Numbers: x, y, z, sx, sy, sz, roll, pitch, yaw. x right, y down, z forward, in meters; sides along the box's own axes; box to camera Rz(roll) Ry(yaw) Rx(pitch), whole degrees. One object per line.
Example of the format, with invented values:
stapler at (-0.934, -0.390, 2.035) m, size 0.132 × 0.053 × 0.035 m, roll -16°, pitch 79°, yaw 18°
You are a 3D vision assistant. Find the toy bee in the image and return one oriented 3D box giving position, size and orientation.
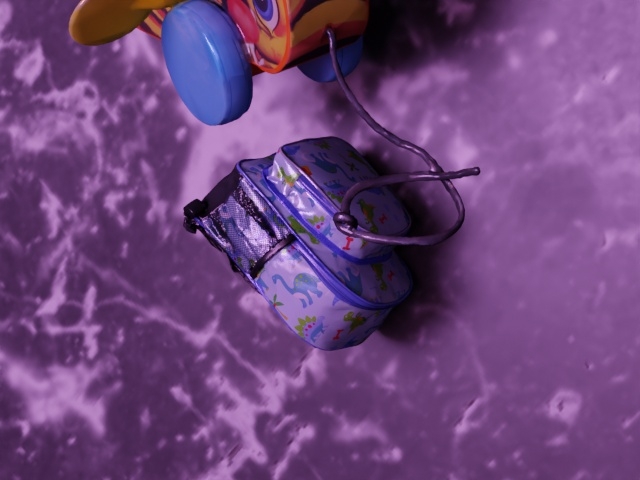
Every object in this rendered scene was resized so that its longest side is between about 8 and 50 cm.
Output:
toy bee at (-0.020, -0.146, 1.042) m, size 0.298 × 0.195 × 0.162 m, roll 21°, pitch 132°, yaw 28°

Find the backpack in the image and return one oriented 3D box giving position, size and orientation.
backpack at (0.000, 0.000, 1.083) m, size 0.084 × 0.105 × 0.114 m, roll -43°, pitch 76°, yaw 26°
